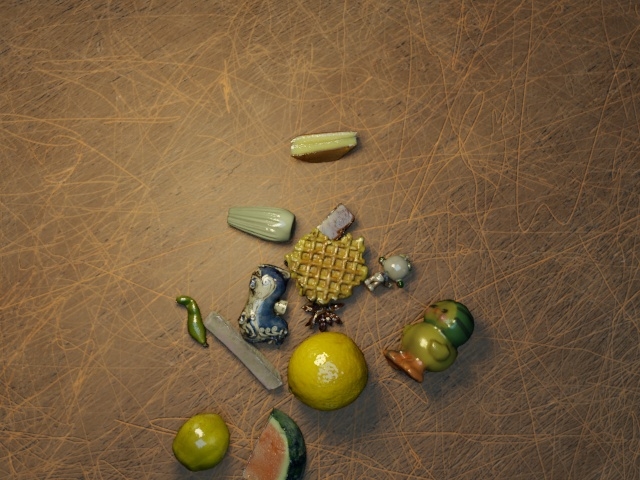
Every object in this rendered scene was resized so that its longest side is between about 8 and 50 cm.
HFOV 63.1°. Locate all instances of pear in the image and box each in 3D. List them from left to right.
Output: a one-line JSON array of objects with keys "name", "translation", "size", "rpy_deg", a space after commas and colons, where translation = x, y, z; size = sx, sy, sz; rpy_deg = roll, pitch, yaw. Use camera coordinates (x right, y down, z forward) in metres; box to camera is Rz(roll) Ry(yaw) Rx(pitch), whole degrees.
[{"name": "pear", "translation": [-0.405, 0.692, 1.789], "size": [0.199, 0.198, 0.197], "rpy_deg": [0, 84, -4]}]

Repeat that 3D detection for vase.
[{"name": "vase", "translation": [-0.220, -0.069, 1.923], "size": [0.248, 0.128, 0.128], "rpy_deg": [11, 83, 5]}]

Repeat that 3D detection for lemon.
[{"name": "lemon", "translation": [0.026, 0.451, 1.805], "size": [0.294, 0.293, 0.292], "rpy_deg": [0, 84, -4]}]

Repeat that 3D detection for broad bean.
[{"name": "broad bean", "translation": [-0.459, 0.293, 1.897], "size": [0.071, 0.048, 0.213], "rpy_deg": [-26, 88, -16]}]

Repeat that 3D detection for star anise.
[{"name": "star anise", "translation": [0.010, 0.262, 1.930], "size": [0.168, 0.057, 0.167], "rpy_deg": [1, 86, -11]}]

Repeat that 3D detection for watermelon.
[{"name": "watermelon", "translation": [-0.168, 0.760, 1.826], "size": [0.227, 0.148, 0.317], "rpy_deg": [-10, 82, 2]}]

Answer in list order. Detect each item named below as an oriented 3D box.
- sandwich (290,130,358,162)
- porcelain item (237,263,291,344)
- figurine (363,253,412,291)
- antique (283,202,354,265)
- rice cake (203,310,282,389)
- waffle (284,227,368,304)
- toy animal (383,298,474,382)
[{"name": "sandwich", "translation": [0.012, -0.358, 1.984], "size": [0.258, 0.096, 0.094], "rpy_deg": [-6, 78, -3]}, {"name": "porcelain item", "translation": [-0.188, 0.233, 1.882], "size": [0.187, 0.138, 0.287], "rpy_deg": [16, 84, -6]}, {"name": "figurine", "translation": [0.255, 0.123, 1.950], "size": [0.197, 0.093, 0.147], "rpy_deg": [-36, 65, 1]}, {"name": "antique", "translation": [0.000, 0.000, 1.944], "size": [0.093, 0.087, 0.310], "rpy_deg": [43, 82, -1]}, {"name": "rice cake", "translation": [-0.276, 0.397, 1.889], "size": [0.365, 0.056, 0.072], "rpy_deg": [44, 101, 0]}, {"name": "waffle", "translation": [0.027, 0.085, 1.877], "size": [0.301, 0.058, 0.281], "rpy_deg": [-13, 99, -16]}, {"name": "toy animal", "translation": [0.413, 0.366, 1.887], "size": [0.338, 0.216, 0.191], "rpy_deg": [-45, 115, -11]}]
